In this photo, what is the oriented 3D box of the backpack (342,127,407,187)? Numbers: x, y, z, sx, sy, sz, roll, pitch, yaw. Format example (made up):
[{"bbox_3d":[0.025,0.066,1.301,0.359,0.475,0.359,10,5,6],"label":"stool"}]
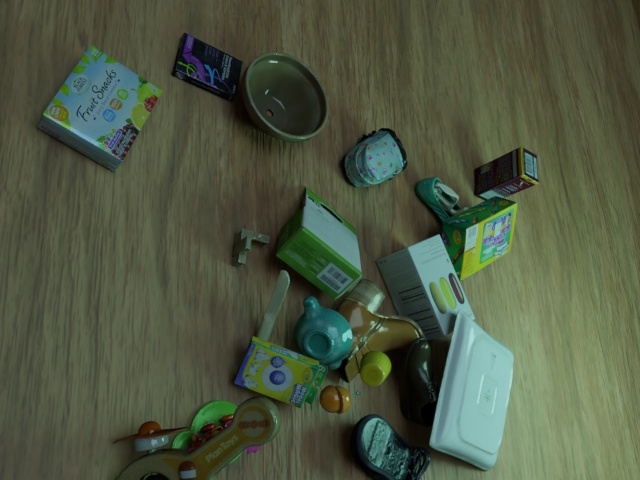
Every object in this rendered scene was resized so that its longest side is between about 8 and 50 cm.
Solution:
[{"bbox_3d":[0.148,-0.223,1.640,0.182,0.115,0.152,-33,96,-36],"label":"backpack"}]

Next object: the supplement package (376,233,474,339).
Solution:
[{"bbox_3d":[0.278,0.129,1.589,0.139,0.134,0.244,-20,86,-38],"label":"supplement package"}]

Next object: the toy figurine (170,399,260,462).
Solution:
[{"bbox_3d":[-0.183,0.378,1.157,0.173,0.159,0.130,-15,82,-37],"label":"toy figurine"}]

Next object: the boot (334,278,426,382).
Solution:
[{"bbox_3d":[0.132,0.261,1.462,0.283,0.109,0.220,50,60,-24],"label":"boot"}]

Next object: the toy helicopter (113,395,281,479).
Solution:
[{"bbox_3d":[-0.227,0.388,1.057,0.355,0.140,0.235,-39,76,3],"label":"toy helicopter"}]

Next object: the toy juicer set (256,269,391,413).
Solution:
[{"bbox_3d":[-0.021,0.241,1.334,0.329,0.209,0.089,43,15,3],"label":"toy juicer set"}]

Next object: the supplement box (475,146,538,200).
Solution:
[{"bbox_3d":[0.586,-0.204,1.892,0.081,0.188,0.104,20,63,-29],"label":"supplement box"}]

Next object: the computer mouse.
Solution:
[{"bbox_3d":[0.146,0.513,1.404,0.272,0.072,0.188,50,49,-25],"label":"computer mouse"}]

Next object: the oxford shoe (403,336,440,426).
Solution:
[{"bbox_3d":[0.259,0.348,1.465,0.083,0.096,0.227,-12,105,-29],"label":"oxford shoe"}]

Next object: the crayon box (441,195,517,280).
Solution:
[{"bbox_3d":[0.465,-0.011,1.756,0.278,0.081,0.165,-23,124,-39],"label":"crayon box"}]

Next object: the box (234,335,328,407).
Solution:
[{"bbox_3d":[-0.082,0.285,1.272,0.179,0.043,0.105,21,104,-9],"label":"box"}]

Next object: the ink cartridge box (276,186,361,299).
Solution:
[{"bbox_3d":[0.000,0.000,1.477,0.189,0.097,0.255,39,21,-17],"label":"ink cartridge box"}]

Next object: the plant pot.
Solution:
[{"bbox_3d":[-0.106,-0.343,1.507,0.237,0.110,0.237,13,66,-32],"label":"plant pot"}]

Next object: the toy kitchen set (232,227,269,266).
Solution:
[{"bbox_3d":[-0.152,0.018,1.368,0.075,0.068,0.083,17,64,-30],"label":"toy kitchen set"}]

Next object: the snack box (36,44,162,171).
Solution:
[{"bbox_3d":[-0.459,-0.278,1.259,0.174,0.070,0.207,32,56,-22],"label":"snack box"}]

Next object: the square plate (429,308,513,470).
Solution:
[{"bbox_3d":[0.411,0.396,1.545,0.347,0.049,0.344,36,64,-43],"label":"square plate"}]

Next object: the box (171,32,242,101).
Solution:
[{"bbox_3d":[-0.274,-0.424,1.469,0.162,0.029,0.116,20,63,-30],"label":"box"}]

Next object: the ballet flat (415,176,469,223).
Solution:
[{"bbox_3d":[0.388,-0.092,1.777,0.247,0.087,0.083,45,53,-14],"label":"ballet flat"}]
